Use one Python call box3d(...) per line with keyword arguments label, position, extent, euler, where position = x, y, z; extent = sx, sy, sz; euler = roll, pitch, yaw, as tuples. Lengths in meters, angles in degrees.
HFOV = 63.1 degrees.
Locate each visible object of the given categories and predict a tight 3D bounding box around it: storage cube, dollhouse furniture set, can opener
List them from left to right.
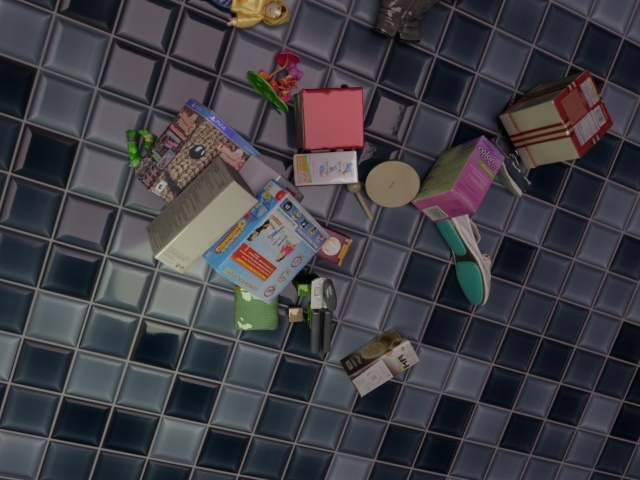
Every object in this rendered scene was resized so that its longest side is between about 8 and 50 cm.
box3d(label="dollhouse furniture set", position=(-0.142, 0.227, 1.769), extent=(0.302, 0.151, 0.197), euler=(-1, 101, -12))
box3d(label="can opener", position=(0.008, 0.252, 1.688), extent=(0.076, 0.095, 0.283), euler=(-2, 111, -11))
box3d(label="storage cube", position=(0.024, -0.390, 1.674), extent=(0.193, 0.183, 0.214), euler=(-5, 102, -10))

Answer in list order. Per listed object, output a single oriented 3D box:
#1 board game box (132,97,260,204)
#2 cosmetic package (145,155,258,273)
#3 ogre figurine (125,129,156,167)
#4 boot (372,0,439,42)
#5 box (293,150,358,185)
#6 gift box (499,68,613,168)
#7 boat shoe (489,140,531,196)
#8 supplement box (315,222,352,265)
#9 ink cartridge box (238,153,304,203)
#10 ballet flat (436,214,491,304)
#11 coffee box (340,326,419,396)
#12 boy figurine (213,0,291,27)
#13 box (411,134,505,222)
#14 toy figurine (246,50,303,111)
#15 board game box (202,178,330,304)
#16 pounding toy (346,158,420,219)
box3d(label="board game box", position=(-0.374, -0.236, 1.586), extent=(0.291, 0.141, 0.232), euler=(-52, 139, 0))
box3d(label="cosmetic package", position=(-0.342, -0.073, 1.485), extent=(0.309, 0.160, 0.113), euler=(-41, 134, 6))
box3d(label="ogre figurine", position=(-0.514, -0.271, 1.633), extent=(0.197, 0.097, 0.118), euler=(14, 81, -36))
box3d(label="boot", position=(0.338, -0.765, 1.722), extent=(0.339, 0.118, 0.222), euler=(1, 111, -13))
box3d(label="box", position=(0.020, -0.233, 1.709), extent=(0.203, 0.114, 0.103), euler=(-3, 94, 4))
box3d(label="gift box", position=(0.816, -0.412, 1.807), extent=(0.276, 0.258, 0.255), euler=(-35, 104, -24))
box3d(label="boat shoe", position=(0.679, -0.269, 1.880), extent=(0.079, 0.095, 0.254), euler=(-42, 107, 0))
box3d(label="supplement box", position=(0.000, 0.000, 1.794), extent=(0.188, 0.081, 0.104), euler=(24, 95, -15))
box3d(label="ink cartridge box", position=(-0.219, -0.084, 1.682), extent=(0.130, 0.272, 0.309), euler=(37, 91, 17))
box3d(label="ballet flat", position=(0.552, 0.046, 1.906), extent=(0.139, 0.139, 0.400), euler=(-27, 104, -6))
box3d(label="coffee box", position=(0.212, 0.437, 1.889), extent=(0.247, 0.141, 0.098), euler=(-31, 105, -6))
box3d(label="boy figurine", position=(-0.230, -0.735, 1.606), extent=(0.285, 0.092, 0.177), euler=(24, 92, -12))
box3d(label="box", position=(0.460, -0.201, 1.749), extent=(0.117, 0.214, 0.242), euler=(39, 68, -16))
box3d(label="toy figurine", position=(-0.117, -0.523, 1.655), extent=(0.173, 0.130, 0.159), euler=(43, 81, -5))
box3d(label="board game box", position=(-0.152, 0.015, 1.586), extent=(0.302, 0.086, 0.308), euler=(-47, 145, -2))
box3d(label="pounding toy", position=(0.226, -0.206, 1.808), extent=(0.237, 0.110, 0.183), euler=(-27, 119, 24))
